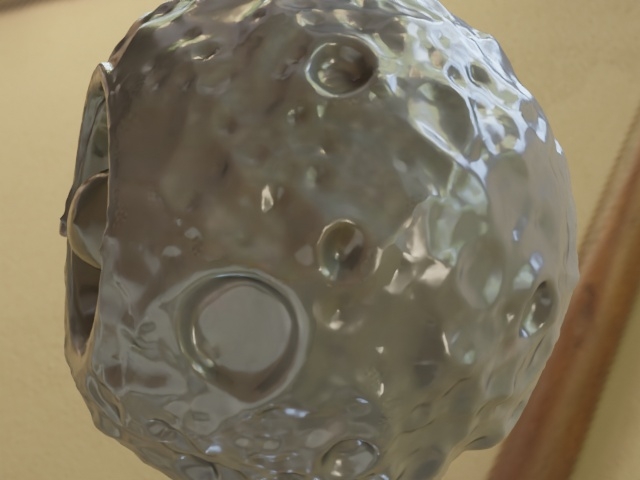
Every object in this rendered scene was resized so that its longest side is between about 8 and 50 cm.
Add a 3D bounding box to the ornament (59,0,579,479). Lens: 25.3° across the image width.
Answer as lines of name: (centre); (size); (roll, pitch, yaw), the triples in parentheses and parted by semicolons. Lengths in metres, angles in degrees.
ornament: (0.000, 0.000, 0.876); (0.337, 0.337, 0.337); (-28, -141, 25)
